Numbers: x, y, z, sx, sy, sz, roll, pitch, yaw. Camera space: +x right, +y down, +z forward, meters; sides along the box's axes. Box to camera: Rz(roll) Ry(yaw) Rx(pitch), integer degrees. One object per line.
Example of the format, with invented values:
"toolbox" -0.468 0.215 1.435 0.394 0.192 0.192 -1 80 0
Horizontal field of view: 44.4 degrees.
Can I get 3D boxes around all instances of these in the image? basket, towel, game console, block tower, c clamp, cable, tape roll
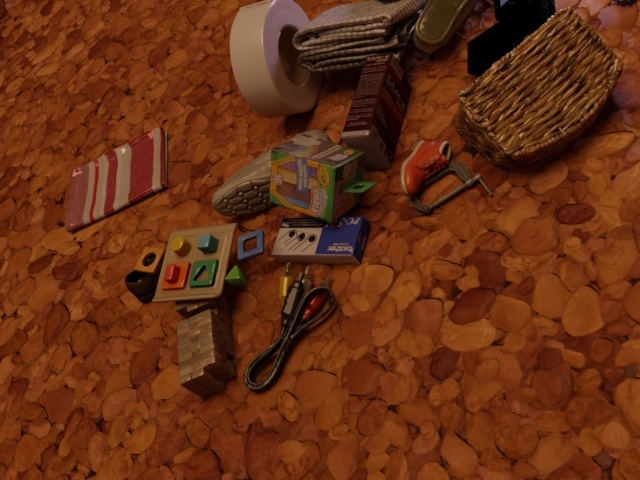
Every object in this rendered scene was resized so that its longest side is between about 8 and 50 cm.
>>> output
"basket" 0.449 -0.281 1.610 0.299 0.223 0.213 -40 79 0
"towel" -0.574 -0.173 2.203 0.329 0.037 0.237 -23 50 16
"game console" 0.431 -0.530 1.802 0.213 0.044 0.361 -29 37 36
"block tower" -0.256 0.171 1.718 0.091 0.097 0.335 -24 50 15
"c clamp" 0.262 -0.107 1.645 0.161 0.022 0.137 -29 46 12
"cable" -0.055 0.187 1.627 0.140 0.072 0.287 15 78 20
"towel" 0.102 -0.507 1.922 0.284 0.121 0.235 -1 29 29
"tape roll" -0.105 -0.450 1.942 0.100 0.286 0.286 -5 56 30

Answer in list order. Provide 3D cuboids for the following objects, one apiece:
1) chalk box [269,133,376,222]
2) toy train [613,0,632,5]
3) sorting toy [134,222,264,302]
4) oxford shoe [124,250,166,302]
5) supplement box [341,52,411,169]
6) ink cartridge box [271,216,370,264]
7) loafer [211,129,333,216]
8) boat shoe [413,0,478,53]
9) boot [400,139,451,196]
"chalk box" 0.012 -0.130 1.701 0.213 0.132 0.132 21 31 27
"toy train" 0.709 -0.536 1.680 0.158 0.027 0.036 -13 63 23
"sorting toy" -0.284 0.043 1.729 0.348 0.047 0.196 -6 56 27
"oxford shoe" -0.364 0.060 1.863 0.227 0.096 0.083 -34 45 4
"supplement box" 0.132 -0.294 1.789 0.073 0.130 0.239 -1 59 31
"ink cartridge box" 0.000 0.000 1.714 0.207 0.046 0.097 0 60 31
"loafer" -0.114 -0.161 1.867 0.320 0.112 0.111 -26 43 3
"boat shoe" 0.320 -0.578 1.882 0.113 0.103 0.302 39 82 5
"boot" 0.224 -0.157 1.669 0.085 0.059 0.158 2 50 35
